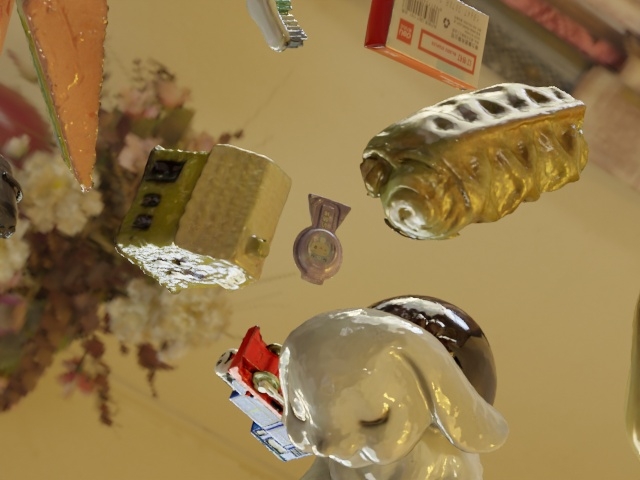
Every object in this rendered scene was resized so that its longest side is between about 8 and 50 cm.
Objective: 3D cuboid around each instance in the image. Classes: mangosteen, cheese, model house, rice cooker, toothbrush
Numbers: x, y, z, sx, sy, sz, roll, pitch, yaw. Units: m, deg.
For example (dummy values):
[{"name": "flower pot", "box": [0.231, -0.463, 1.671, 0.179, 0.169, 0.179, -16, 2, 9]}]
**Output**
[{"name": "mangosteen", "box": [0.156, 0.259, 2.032, 0.347, 0.307, 0.306, 93, 14, -57]}, {"name": "cheese", "box": [0.000, 0.000, 2.293, 0.042, 0.105, 0.190, 133, -29, -59]}, {"name": "model house", "box": [-0.152, -0.027, 1.732, 0.234, 0.174, 0.193, 3, -122, 32]}, {"name": "rice cooker", "box": [-0.440, -0.058, 1.433, 0.112, 0.165, 0.106, -16, -117, 12]}, {"name": "toothbrush", "box": [-0.121, -0.363, 1.124, 0.040, 0.417, 0.042, -16, 164, -48]}]

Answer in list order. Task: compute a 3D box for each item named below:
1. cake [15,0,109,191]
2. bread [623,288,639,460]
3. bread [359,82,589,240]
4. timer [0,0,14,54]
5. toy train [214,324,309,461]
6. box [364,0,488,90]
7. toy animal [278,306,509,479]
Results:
[{"name": "cake", "box": [-0.281, -0.171, 1.236, 0.109, 0.090, 0.225, -148, -120, -62]}, {"name": "bread", "box": [0.530, 0.157, 1.262, 0.253, 0.376, 0.348, 78, 26, -48]}, {"name": "bread", "box": [0.142, -0.082, 1.022, 0.232, 0.128, 0.088, -26, 146, -34]}, {"name": "timer", "box": [-0.530, -0.389, 1.677, 0.250, 0.161, 0.257, 119, -21, -55]}, {"name": "toy train", "box": [-0.066, 0.226, 1.670, 0.131, 0.204, 0.082, -24, -151, 41]}, {"name": "box", "box": [0.165, -0.312, 1.729, 0.050, 0.229, 0.122, 6, -96, 46]}, {"name": "toy animal", "box": [0.051, 0.179, 1.265, 0.272, 0.265, 0.206, 0, -129, 29]}]
